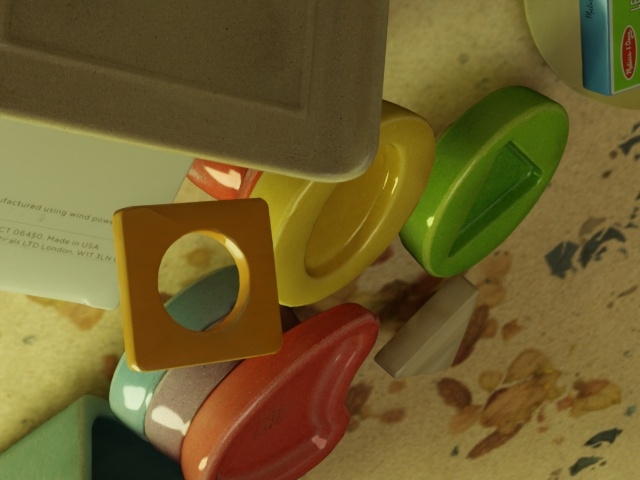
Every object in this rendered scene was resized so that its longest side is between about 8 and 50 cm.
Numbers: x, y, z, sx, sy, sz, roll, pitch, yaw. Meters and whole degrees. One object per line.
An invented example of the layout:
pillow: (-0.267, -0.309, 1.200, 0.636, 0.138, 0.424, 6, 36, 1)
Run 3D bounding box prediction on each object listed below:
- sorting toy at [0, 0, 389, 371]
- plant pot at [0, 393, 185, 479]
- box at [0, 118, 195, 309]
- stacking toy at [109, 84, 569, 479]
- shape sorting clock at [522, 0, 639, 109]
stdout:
sorting toy: (-0.064, -0.122, 0.486, 0.196, 0.047, 0.347, 9, 81, -30)
plant pot: (-0.170, 0.296, 0.812, 0.252, 0.248, 0.247, -27, 137, 21)
box: (-0.155, -0.080, 0.569, 0.181, 0.119, 0.182, 12, 123, -33)
stacking toy: (0.000, 0.000, 0.756, 0.279, 0.130, 0.309, -22, 144, -44)
shape sorting clock: (0.215, -0.171, 0.717, 0.206, 0.040, 0.206, -11, 126, -15)
